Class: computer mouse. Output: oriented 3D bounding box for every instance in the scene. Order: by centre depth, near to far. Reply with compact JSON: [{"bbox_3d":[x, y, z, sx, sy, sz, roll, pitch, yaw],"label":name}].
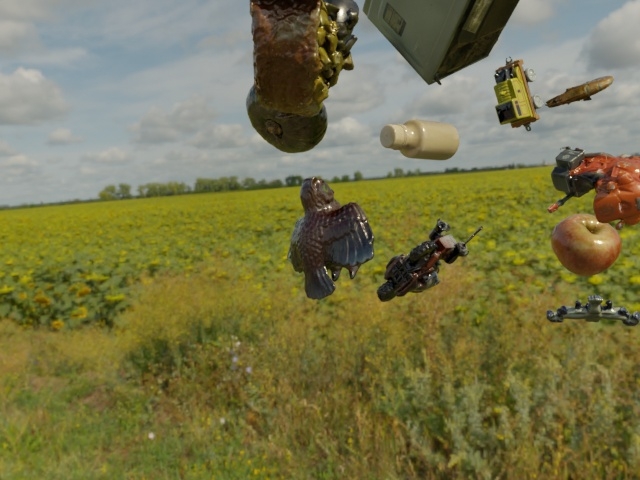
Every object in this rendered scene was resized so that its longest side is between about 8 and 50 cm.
[{"bbox_3d":[0.011,-0.671,1.864,0.170,0.269,0.100,18,-2,34],"label":"computer mouse"}]

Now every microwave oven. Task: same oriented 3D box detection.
[{"bbox_3d":[0.273,-0.546,1.168,0.219,0.286,0.355,-30,-20,-22],"label":"microwave oven"}]

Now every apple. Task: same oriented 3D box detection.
[{"bbox_3d":[0.834,0.013,1.854,0.210,0.164,0.209,3,41,-3],"label":"apple"}]

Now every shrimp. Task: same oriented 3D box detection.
[{"bbox_3d":[0.635,-0.372,1.443,0.163,0.045,0.095,-18,31,29],"label":"shrimp"}]

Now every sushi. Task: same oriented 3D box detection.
[{"bbox_3d":[-0.026,-0.319,0.982,0.179,0.296,0.166,1,44,2],"label":"sushi"}]

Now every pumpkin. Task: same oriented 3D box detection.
[{"bbox_3d":[-0.084,-0.328,1.502,0.224,0.223,0.157,1,49,46],"label":"pumpkin"}]

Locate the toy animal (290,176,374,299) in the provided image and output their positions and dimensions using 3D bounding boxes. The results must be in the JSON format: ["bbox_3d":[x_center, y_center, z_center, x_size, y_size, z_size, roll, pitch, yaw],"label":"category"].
[{"bbox_3d":[-0.002,-0.008,0.953,0.116,0.179,0.218,-32,12,-30],"label":"toy animal"}]

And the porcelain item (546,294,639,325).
[{"bbox_3d":[0.429,0.107,0.921,0.136,0.021,0.075,0,-34,19],"label":"porcelain item"}]

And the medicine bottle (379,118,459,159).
[{"bbox_3d":[0.283,-0.292,1.692,0.252,0.114,0.114,-3,3,-38],"label":"medicine bottle"}]

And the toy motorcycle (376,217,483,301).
[{"bbox_3d":[0.326,0.050,1.736,0.207,0.134,0.401,-12,-32,-36],"label":"toy motorcycle"}]

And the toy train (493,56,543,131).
[{"bbox_3d":[0.546,-0.410,1.652,0.127,0.219,0.089,-19,4,-35],"label":"toy train"}]

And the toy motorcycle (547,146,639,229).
[{"bbox_3d":[0.708,-0.139,1.451,0.221,0.147,0.326,-33,27,-14],"label":"toy motorcycle"}]

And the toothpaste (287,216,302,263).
[{"bbox_3d":[-0.066,-0.003,1.562,0.021,0.139,0.037,-2,-31,27],"label":"toothpaste"}]
